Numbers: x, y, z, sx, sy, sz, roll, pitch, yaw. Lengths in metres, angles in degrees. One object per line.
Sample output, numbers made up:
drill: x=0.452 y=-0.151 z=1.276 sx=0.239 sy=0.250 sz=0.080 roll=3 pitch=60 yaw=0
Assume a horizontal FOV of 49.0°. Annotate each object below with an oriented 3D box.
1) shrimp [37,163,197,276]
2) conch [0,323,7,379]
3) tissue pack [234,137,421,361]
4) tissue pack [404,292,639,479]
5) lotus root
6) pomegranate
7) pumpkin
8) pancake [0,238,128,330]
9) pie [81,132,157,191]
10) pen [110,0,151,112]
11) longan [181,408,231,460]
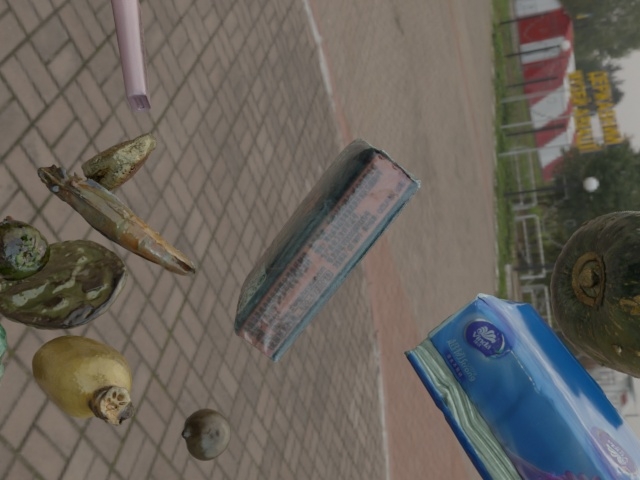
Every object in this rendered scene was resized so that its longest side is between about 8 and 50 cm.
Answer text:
shrimp: x=-0.277 y=-0.024 z=0.969 sx=0.251 sy=0.052 sz=0.143 roll=40 pitch=-5 yaw=-4
conch: x=-0.721 y=0.227 z=1.428 sx=0.188 sy=0.176 sz=0.122 roll=51 pitch=-8 yaw=23
tissue pack: x=0.000 y=0.000 z=1.021 sx=0.103 sy=0.315 sz=0.228 roll=37 pitch=9 yaw=-11
tissue pack: x=0.258 y=0.209 z=0.842 sx=0.198 sy=0.146 sz=0.263 roll=13 pitch=40 yaw=-52
lotus root: x=-0.442 y=0.246 z=1.303 sx=0.146 sy=0.303 sz=0.130 roll=-9 pitch=104 yaw=-41
pomegranate: x=-0.647 y=0.004 z=1.497 sx=0.138 sy=0.125 sz=0.163 roll=39 pitch=33 yaw=-50
pumpkin: x=0.556 y=0.096 z=1.177 sx=0.328 sy=0.257 sz=0.291 roll=-139 pitch=-125 yaw=-71
pancake: x=-0.579 y=0.098 z=1.593 sx=0.294 sy=0.294 sz=0.049 roll=-74 pitch=165 yaw=-47
pie: x=-0.403 y=-0.162 z=1.433 sx=0.079 sy=0.163 sz=0.193 roll=56 pitch=-9 yaw=-13
pen: x=-0.230 y=-0.249 z=0.853 sx=0.053 sy=0.032 sz=0.197 roll=90 pitch=-12 yaw=-70
longan: x=-0.239 y=0.402 z=1.457 sx=0.113 sy=0.092 sz=0.113 roll=27 pitch=40 yaw=-25
